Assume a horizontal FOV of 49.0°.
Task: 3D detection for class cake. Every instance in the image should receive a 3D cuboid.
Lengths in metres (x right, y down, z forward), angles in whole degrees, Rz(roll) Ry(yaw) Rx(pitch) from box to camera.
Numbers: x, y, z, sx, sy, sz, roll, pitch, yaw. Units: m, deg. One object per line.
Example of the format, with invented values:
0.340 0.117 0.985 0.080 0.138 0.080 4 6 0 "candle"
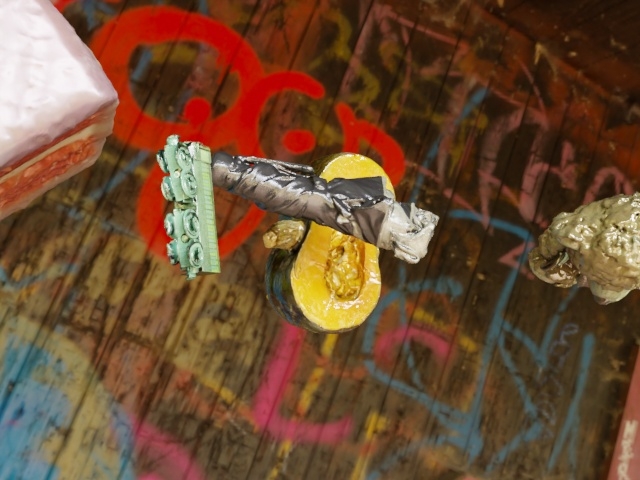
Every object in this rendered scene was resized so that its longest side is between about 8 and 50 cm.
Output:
-0.418 -0.151 0.818 0.230 0.309 0.237 56 -22 -3 "cake"

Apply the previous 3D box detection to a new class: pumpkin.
0.000 0.000 1.231 0.222 0.316 0.139 14 -5 -21 "pumpkin"

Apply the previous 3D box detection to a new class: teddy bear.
0.412 0.012 0.944 0.267 0.156 0.256 11 8 22 "teddy bear"

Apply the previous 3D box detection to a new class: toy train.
-0.133 -0.032 0.713 0.038 0.147 0.071 -8 -8 16 "toy train"

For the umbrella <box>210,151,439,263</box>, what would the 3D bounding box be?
0.004 -0.066 1.055 0.358 0.106 0.113 19 16 -4 "umbrella"
